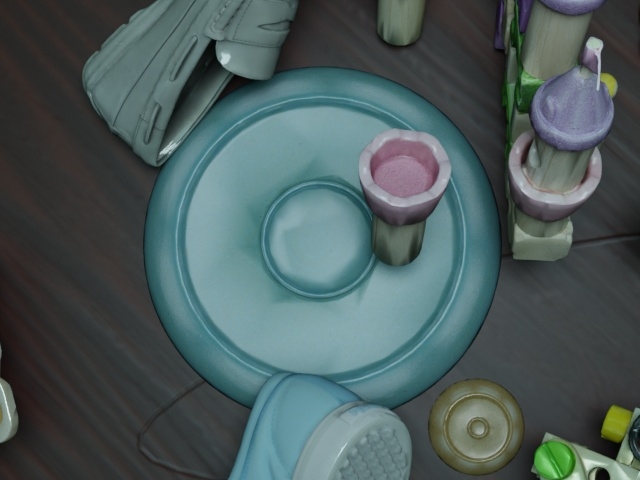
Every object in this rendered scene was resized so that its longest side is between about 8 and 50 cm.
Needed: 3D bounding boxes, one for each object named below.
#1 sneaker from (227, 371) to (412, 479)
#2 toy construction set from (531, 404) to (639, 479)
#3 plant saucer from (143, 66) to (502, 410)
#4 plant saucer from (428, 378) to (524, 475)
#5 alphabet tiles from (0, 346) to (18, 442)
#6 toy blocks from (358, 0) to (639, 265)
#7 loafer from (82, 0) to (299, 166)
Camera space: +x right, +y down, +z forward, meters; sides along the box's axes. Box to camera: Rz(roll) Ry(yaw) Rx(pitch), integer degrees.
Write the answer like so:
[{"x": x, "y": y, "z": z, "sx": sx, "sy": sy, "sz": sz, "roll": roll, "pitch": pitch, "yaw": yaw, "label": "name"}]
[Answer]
[{"x": -0.044, "y": 0.279, "z": 0.891, "sx": 0.150, "sy": 0.135, "sz": 0.366, "roll": 28, "pitch": 99, "yaw": 46, "label": "sneaker"}, {"x": 0.277, "y": 0.251, "z": 0.834, "sx": 0.328, "sy": 0.151, "sz": 0.215, "roll": 22, "pitch": 84, "yaw": 10, "label": "toy construction set"}, {"x": 0.000, "y": 0.000, "z": 0.936, "sx": 0.318, "sy": 0.044, "sz": 0.317, "roll": 0, "pitch": 84, "yaw": 2, "label": "plant saucer"}, {"x": 0.135, "y": 0.161, "z": 0.928, "sx": 0.083, "sy": 0.015, "sz": 0.083, "roll": 0, "pitch": 85, "yaw": 2, "label": "plant saucer"}, {"x": -0.376, "y": 0.113, "z": 0.896, "sx": 0.278, "sy": 0.021, "sz": 0.284, "roll": -18, "pitch": 84, "yaw": 24, "label": "alphabet tiles"}, {"x": 0.185, "y": -0.153, "z": 0.794, "sx": 0.309, "sy": 0.260, "sz": 0.288, "roll": 2, "pitch": 62, "yaw": 2, "label": "toy blocks"}, {"x": -0.064, "y": -0.182, "z": 0.874, "sx": 0.319, "sy": 0.112, "sz": 0.111, "roll": -38, "pitch": 83, "yaw": 32, "label": "loafer"}]
